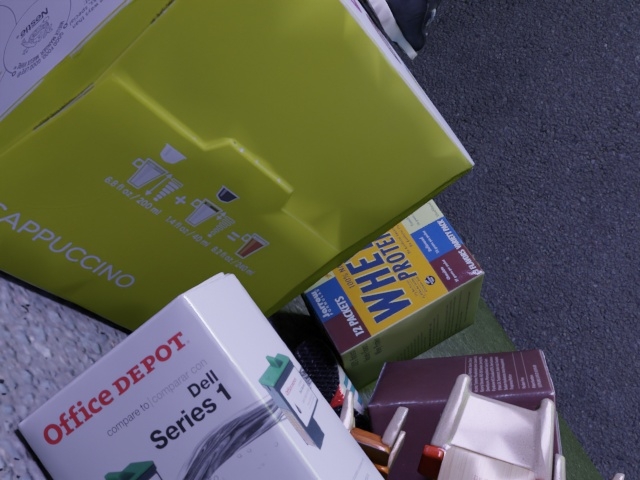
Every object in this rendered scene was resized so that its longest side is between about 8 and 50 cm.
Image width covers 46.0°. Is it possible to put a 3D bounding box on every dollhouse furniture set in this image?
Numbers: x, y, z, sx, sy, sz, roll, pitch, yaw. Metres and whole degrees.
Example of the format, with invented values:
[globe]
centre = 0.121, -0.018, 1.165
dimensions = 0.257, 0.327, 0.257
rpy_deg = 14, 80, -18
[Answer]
[dollhouse furniture set]
centre = 0.127, 0.233, 0.670
dimensions = 0.259, 0.262, 0.135
rpy_deg = 86, 23, -59

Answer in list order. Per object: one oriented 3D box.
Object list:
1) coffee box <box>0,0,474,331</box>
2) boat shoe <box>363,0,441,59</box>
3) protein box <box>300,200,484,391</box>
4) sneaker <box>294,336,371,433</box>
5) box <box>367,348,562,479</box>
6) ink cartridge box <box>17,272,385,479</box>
[coffee box]
centre = -0.127, -0.149, 0.689
dimensions = 0.337, 0.338, 0.334
rpy_deg = 38, 21, -47
[boat shoe]
centre = 0.087, -0.229, 0.718
dimensions = 0.084, 0.079, 0.233
rpy_deg = 53, 12, 2
[protein box]
centre = 0.090, 0.074, 1.002
dimensions = 0.136, 0.201, 0.200
rpy_deg = 58, -6, 25
[sneaker]
centre = 0.019, 0.196, 0.924
dimensions = 0.161, 0.057, 0.075
rpy_deg = 58, -2, 24
[box]
centre = 0.175, 0.236, 0.886
dimensions = 0.167, 0.203, 0.168
rpy_deg = -37, 120, -75
[ink cartridge box]
centre = -0.069, 0.156, 0.506
dimensions = 0.219, 0.160, 0.092
rpy_deg = 53, 14, 3
